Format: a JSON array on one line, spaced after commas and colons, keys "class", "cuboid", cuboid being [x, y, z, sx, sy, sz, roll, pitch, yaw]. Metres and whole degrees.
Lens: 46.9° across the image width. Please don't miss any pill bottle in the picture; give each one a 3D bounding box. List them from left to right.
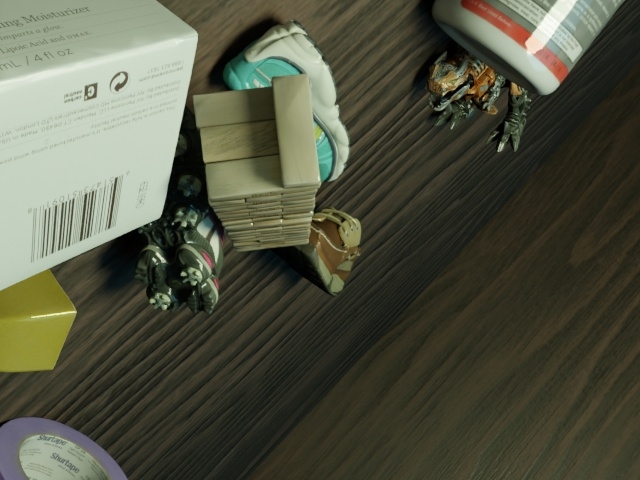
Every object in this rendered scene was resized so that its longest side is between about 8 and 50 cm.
[{"class": "pill bottle", "cuboid": [0.334, -0.397, 0.984, 0.363, 0.210, 0.210, -54, 161, 13]}]

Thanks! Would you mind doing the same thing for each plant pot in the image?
[{"class": "plant pot", "cuboid": [-0.291, 0.072, 0.679, 0.083, 0.081, 0.081, -6, 134, -49]}]

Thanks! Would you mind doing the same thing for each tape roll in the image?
[{"class": "tape roll", "cuboid": [-0.321, 0.302, 0.872, 0.080, 0.189, 0.189, -52, 161, 7]}]

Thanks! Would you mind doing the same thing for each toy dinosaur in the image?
[{"class": "toy dinosaur", "cuboid": [0.294, -0.281, 1.237, 0.322, 0.164, 0.218, -19, 133, -19]}]

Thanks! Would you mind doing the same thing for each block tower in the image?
[{"class": "block tower", "cuboid": [-0.057, -0.058, 0.724, 0.097, 0.091, 0.335, -7, 172, -5]}]

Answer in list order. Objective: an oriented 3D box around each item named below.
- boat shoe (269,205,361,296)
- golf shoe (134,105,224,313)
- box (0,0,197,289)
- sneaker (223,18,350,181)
[{"class": "boat shoe", "cuboid": [0.000, 0.000, 1.159, 0.120, 0.122, 0.324, -54, 170, -5]}, {"class": "golf shoe", "cuboid": [-0.153, -0.046, 0.771, 0.120, 0.105, 0.273, -78, 175, -45]}, {"class": "box", "cuboid": [-0.203, -0.081, 0.516, 0.181, 0.119, 0.182, -31, 153, -43]}, {"class": "sneaker", "cuboid": [-0.039, -0.145, 0.846, 0.110, 0.107, 0.275, -29, 155, -1]}]
